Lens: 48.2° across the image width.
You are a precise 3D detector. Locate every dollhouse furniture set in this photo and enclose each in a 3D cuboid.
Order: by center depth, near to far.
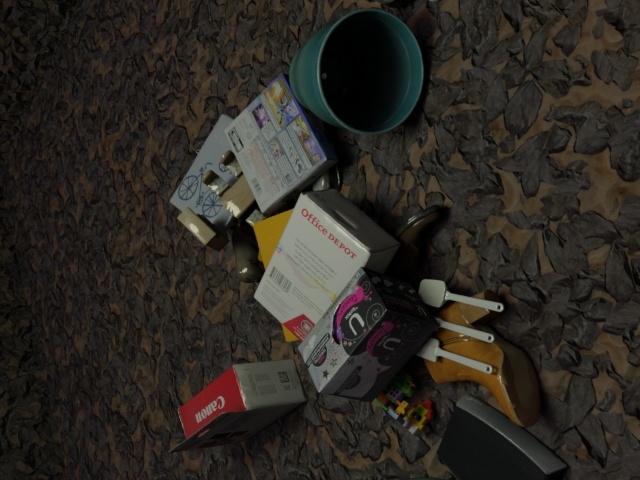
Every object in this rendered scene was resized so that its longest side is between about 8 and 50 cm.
[{"bbox_3d":[-0.243,-0.099,1.921,0.212,0.161,0.242,42,89,11],"label":"dollhouse furniture set"}]

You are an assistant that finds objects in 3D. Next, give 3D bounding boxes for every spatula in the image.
[{"bbox_3d":[0.269,0.172,1.447,0.242,0.019,0.168,9,87,59],"label":"spatula"}]

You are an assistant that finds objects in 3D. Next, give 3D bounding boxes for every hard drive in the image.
[{"bbox_3d":[0.350,0.442,1.438,0.255,0.054,0.172,34,112,43],"label":"hard drive"}]

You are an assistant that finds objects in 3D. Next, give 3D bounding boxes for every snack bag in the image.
[{"bbox_3d":[-0.289,-0.204,2.132,0.323,0.037,0.342,29,89,46],"label":"snack bag"}]

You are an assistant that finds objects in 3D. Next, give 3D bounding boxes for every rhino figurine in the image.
[{"bbox_3d":[-0.205,0.022,2.029,0.073,0.106,0.243,-40,53,35],"label":"rhino figurine"}]

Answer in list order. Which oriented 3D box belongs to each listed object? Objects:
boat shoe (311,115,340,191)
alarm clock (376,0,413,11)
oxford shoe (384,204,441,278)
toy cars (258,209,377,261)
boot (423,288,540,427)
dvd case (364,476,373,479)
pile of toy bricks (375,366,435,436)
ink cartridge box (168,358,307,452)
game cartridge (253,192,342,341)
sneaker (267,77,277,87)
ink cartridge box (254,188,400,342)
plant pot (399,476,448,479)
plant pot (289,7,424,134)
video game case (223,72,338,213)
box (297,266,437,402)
[{"bbox_3d":[0.007,-0.227,1.843,0.078,0.070,0.219,-13,82,57],"label":"boat shoe"},{"bbox_3d":[0.175,-0.634,1.687,0.129,0.064,0.192,-27,71,44],"label":"alarm clock"},{"bbox_3d":[0.207,0.010,1.617,0.096,0.083,0.227,48,124,15],"label":"oxford shoe"},{"bbox_3d":[0.000,0.000,1.829,0.394,0.087,0.176,-29,79,39],"label":"toy cars"},{"bbox_3d":[0.315,0.264,1.464,0.211,0.104,0.295,-43,52,43],"label":"boot"},{"bbox_3d":[0.123,0.699,1.697,0.164,0.018,0.221,-52,53,33],"label":"dvd case"},{"bbox_3d":[0.169,0.333,1.622,0.105,0.118,0.212,-48,37,-6],"label":"pile of toy bricks"},{"bbox_3d":[-0.242,0.446,1.923,0.309,0.272,0.130,-41,59,37],"label":"ink cartridge box"},{"bbox_3d":[-0.017,0.073,1.771,0.285,0.053,0.323,-17,89,40],"label":"game cartridge"},{"bbox_3d":[-0.089,-0.372,1.931,0.236,0.105,0.095,51,125,37],"label":"sneaker"},{"bbox_3d":[0.009,0.070,1.632,0.226,0.131,0.306,42,121,25],"label":"ink cartridge box"},{"bbox_3d":[0.203,0.613,1.435,0.235,0.293,0.293,-32,64,23],"label":"plant pot"},{"bbox_3d":[0.056,-0.388,1.672,0.255,0.272,0.271,20,103,60],"label":"plant pot"},{"bbox_3d":[-0.107,-0.245,1.836,0.244,0.061,0.269,-38,69,32],"label":"video game case"},{"bbox_3d":[0.096,0.205,1.516,0.247,0.163,0.142,-54,40,21],"label":"box"}]
